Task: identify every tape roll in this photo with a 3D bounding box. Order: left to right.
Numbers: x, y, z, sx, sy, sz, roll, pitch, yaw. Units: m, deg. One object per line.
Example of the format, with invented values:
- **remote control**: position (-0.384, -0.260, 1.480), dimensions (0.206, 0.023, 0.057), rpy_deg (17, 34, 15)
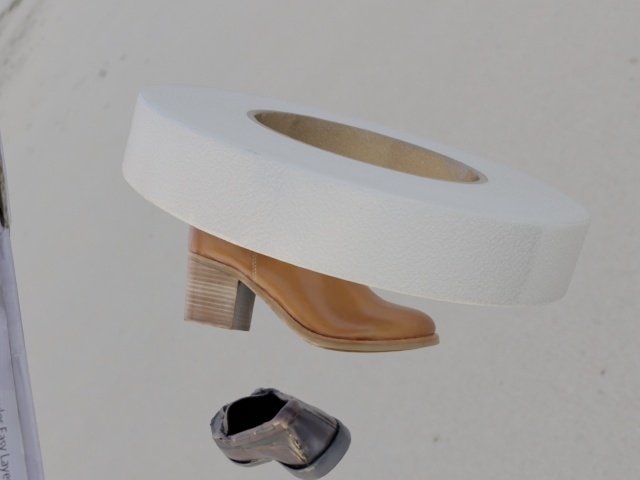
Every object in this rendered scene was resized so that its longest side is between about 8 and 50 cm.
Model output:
- **tape roll**: position (0.031, -0.047, 0.957), dimensions (0.392, 0.392, 0.072), rpy_deg (-124, 47, -70)

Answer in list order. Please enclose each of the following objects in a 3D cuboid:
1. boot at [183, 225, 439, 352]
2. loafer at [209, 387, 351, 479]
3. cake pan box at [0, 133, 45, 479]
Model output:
- **boot**: position (0.000, 0.000, 1.211), dimensions (0.109, 0.284, 0.220), rpy_deg (20, -100, -75)
- **loafer**: position (-0.069, 0.219, 1.406), dimensions (0.109, 0.095, 0.302), rpy_deg (-51, 20, -20)
- **cake pan box**: position (-0.204, -0.013, 0.273), dimensions (0.070, 0.246, 0.266), rpy_deg (6, 105, 59)
